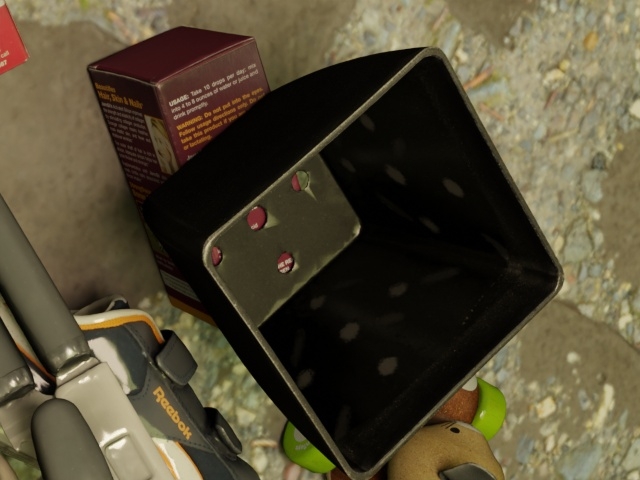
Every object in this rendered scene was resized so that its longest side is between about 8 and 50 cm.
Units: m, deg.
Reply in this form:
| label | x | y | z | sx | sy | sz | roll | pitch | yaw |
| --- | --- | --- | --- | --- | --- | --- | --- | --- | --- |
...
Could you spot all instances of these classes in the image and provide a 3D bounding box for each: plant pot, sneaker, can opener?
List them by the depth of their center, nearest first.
| label | x | y | z | sx | sy | sz | roll | pitch | yaw |
| --- | --- | --- | --- | --- | --- | --- | --- | --- | --- |
| can opener | -0.171 | 0.062 | 0.981 | 0.074 | 0.093 | 0.280 | -29 | 78 | -16 |
| plant pot | 0.000 | 0.000 | 1.015 | 0.187 | 0.167 | 0.188 | -43 | 121 | -18 |
| sneaker | -0.120 | 0.117 | 1.094 | 0.321 | 0.126 | 0.127 | 34 | 72 | -21 |

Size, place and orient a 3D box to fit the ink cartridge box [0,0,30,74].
| label | x | y | z | sx | sy | sz | roll | pitch | yaw |
| --- | --- | --- | --- | --- | --- | --- | --- | --- | --- |
| ink cartridge box | -0.271 | -0.162 | 0.987 | 0.127 | 0.072 | 0.175 | -31 | 116 | -23 |

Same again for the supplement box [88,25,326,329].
| label | x | y | z | sx | sy | sz | roll | pitch | yaw |
| --- | --- | --- | --- | --- | --- | --- | --- | --- | --- |
| supplement box | -0.074 | -0.042 | 1.122 | 0.081 | 0.104 | 0.188 | -28 | 115 | -25 |

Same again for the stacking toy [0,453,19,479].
| label | x | y | z | sx | sy | sz | roll | pitch | yaw |
| --- | --- | --- | --- | --- | --- | --- | --- | --- | --- |
| stacking toy | -0.374 | 0.324 | 0.935 | 0.479 | 0.350 | 0.351 | -14 | 109 | -13 |

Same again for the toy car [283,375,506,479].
| label | x | y | z | sx | sy | sz | roll | pitch | yaw |
| --- | --- | --- | --- | --- | --- | --- | --- | --- | --- |
| toy car | 0.095 | 0.156 | 1.225 | 0.155 | 0.188 | 0.149 | 31 | 84 | -34 |
